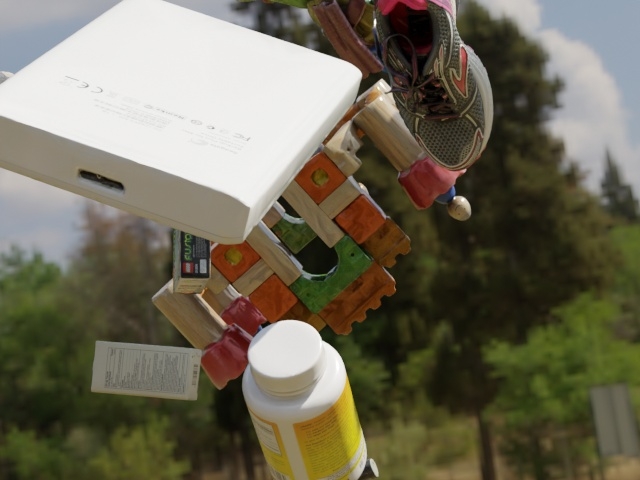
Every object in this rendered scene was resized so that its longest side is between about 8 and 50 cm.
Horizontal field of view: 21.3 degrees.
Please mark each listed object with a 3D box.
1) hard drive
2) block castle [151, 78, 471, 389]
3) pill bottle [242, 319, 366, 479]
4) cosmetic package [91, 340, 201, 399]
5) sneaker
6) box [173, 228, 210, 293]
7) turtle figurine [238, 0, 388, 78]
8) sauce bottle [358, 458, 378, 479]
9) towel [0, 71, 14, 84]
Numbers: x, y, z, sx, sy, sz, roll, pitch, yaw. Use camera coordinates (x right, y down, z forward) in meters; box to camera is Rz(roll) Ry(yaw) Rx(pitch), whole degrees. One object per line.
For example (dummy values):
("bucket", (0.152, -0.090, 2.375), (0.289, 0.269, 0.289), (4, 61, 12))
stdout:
("hard drive", (-0.103, -0.098, 1.237), (0.203, 0.040, 0.307), (19, 25, 8))
("block castle", (0.000, 0.000, 2.381), (0.453, 0.213, 0.303), (-42, 6, 8))
("pill bottle", (-0.020, 0.190, 1.923), (0.117, 0.117, 0.215), (-9, -44, 5))
("cosmetic package", (-0.195, 0.146, 1.912), (0.115, 0.060, 0.041), (5, -5, 14))
("sneaker", (0.117, -0.198, 1.962), (0.121, 0.299, 0.112), (-7, 39, 19))
("box", (-0.151, -0.047, 2.009), (0.036, 0.207, 0.114), (1, -12, -9))
("turtle figurine", (0.014, -0.353, 2.079), (0.266, 0.275, 0.198), (9, 22, -21))
("sauce bottle", (0.012, 0.316, 2.213), (0.128, 0.042, 0.042), (-24, -9, 12))
("towel", (-0.397, -0.093, 1.775), (0.282, 0.049, 0.187), (-34, -5, 19))
